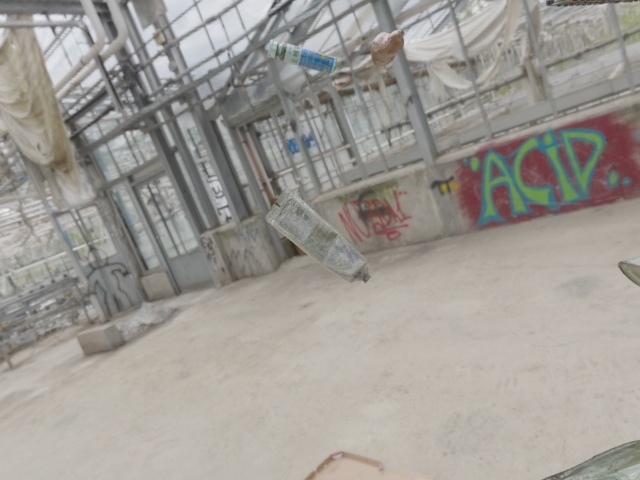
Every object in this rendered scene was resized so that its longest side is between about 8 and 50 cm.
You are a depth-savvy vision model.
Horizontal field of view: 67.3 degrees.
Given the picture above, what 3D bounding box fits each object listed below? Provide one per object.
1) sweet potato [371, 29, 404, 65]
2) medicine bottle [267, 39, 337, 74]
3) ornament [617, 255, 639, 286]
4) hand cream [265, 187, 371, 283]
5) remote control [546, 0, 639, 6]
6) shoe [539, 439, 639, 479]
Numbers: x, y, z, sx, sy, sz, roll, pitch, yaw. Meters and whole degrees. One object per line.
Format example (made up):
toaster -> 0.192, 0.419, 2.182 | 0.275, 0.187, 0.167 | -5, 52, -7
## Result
sweet potato -> 0.125, -0.363, 0.898 | 0.056, 0.056, 0.195 | -21, 12, -2
medicine bottle -> -0.051, -0.513, 1.347 | 0.191, 0.051, 0.051 | 10, 3, -12
ornament -> 0.386, -0.013, 0.482 | 0.156, 0.081, 0.075 | -50, 36, 2
hand cream -> 0.000, 0.000, 0.637 | 0.057, 0.165, 0.037 | -54, -14, 17
remote control -> 0.405, -0.332, 0.637 | 0.212, 0.028, 0.059 | -9, 19, -11
shoe -> 0.347, 0.358, 0.644 | 0.275, 0.103, 0.098 | -16, 51, -10
